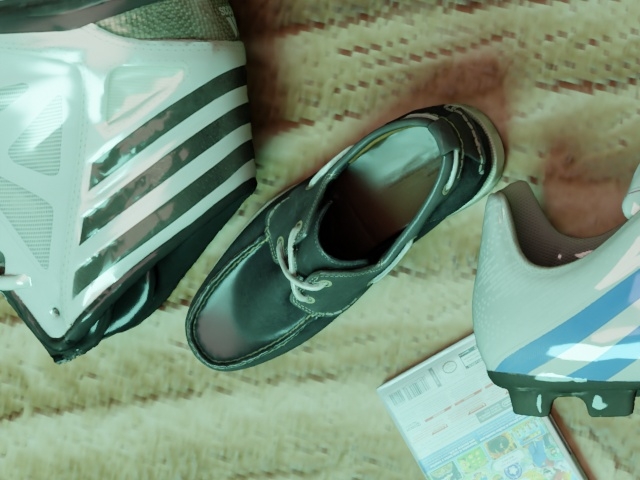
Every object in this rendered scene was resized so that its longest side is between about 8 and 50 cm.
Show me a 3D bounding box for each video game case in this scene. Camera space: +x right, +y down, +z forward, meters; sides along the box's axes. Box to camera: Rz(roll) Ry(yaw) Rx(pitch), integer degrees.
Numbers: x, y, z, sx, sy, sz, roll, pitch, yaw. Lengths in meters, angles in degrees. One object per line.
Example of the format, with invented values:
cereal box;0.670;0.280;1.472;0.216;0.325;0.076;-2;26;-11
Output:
video game case;0.098;0.121;1.097;0.087;0.011;0.122;-31;85;21

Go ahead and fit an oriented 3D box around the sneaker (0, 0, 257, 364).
sneaker;-0.247;-0.037;1.123;0.447;0.169;0.257;-11;91;20

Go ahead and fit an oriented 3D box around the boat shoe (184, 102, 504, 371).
boat shoe;0.000;0.000;1.084;0.233;0.079;0.084;-38;85;23

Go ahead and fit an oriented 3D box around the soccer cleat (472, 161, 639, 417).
soccer cleat;0.235;0.018;0.973;0.331;0.116;0.143;-3;96;22
